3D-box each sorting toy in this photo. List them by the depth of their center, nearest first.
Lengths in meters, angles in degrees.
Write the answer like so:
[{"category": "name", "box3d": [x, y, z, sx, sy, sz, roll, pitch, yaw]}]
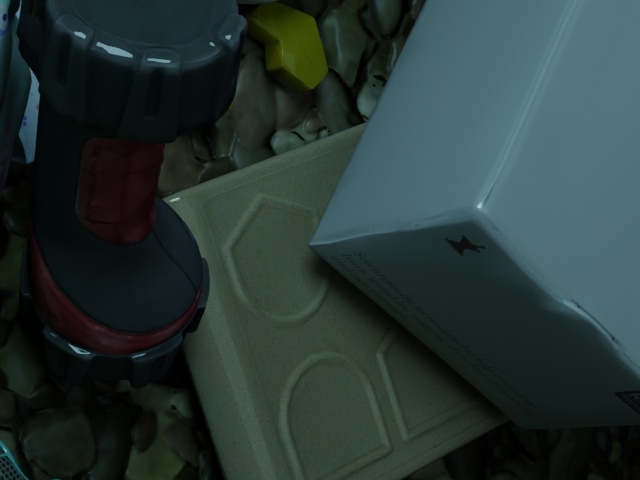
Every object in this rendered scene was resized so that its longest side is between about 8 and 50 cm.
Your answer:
[{"category": "sorting toy", "box3d": [0.000, 0.000, 1.117, 0.229, 0.041, 0.307, -22, 98, -35]}]

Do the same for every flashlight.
[{"category": "flashlight", "box3d": [-0.090, -0.029, 0.889, 0.103, 0.304, 0.103, -20, 69, -22]}]

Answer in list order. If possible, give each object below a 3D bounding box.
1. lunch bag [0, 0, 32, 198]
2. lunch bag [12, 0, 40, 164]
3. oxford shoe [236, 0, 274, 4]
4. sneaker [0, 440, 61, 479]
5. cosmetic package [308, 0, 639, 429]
[{"category": "lunch bag", "box3d": [-0.283, -0.033, 0.837, 0.262, 0.160, 0.223, 13, 82, -1]}, {"category": "lunch bag", "box3d": [-0.151, -0.093, 0.996, 0.071, 0.053, 0.083, -29, 116, -29]}, {"category": "oxford shoe", "box3d": [-0.009, -0.358, 1.047, 0.169, 0.130, 0.449, 14, 84, -36]}, {"category": "sneaker", "box3d": [-0.200, 0.126, 0.970, 0.166, 0.065, 0.076, 40, 53, -32]}, {"category": "cosmetic package", "box3d": [0.177, -0.098, 1.138, 0.217, 0.156, 0.385, 43, 61, -27]}]
